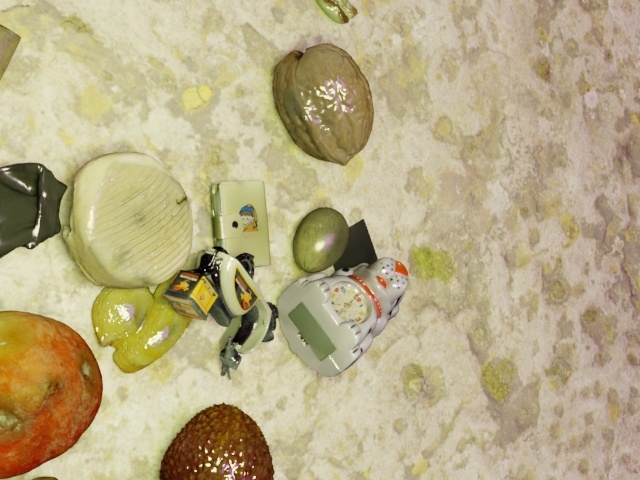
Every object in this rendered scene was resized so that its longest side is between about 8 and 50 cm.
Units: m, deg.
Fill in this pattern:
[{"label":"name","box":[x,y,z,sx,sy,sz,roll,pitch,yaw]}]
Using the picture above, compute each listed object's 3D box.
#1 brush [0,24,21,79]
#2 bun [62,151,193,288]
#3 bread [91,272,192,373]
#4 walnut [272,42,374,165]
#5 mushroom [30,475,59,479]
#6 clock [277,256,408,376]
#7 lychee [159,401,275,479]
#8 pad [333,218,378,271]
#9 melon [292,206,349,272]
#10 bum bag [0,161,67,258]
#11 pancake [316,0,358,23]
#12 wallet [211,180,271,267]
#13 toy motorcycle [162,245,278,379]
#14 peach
[{"label":"brush","box":[-0.503,-0.208,1.223,0.043,0.036,0.248,32,68,-36]},{"label":"bun","box":[-0.309,-0.028,1.308,0.210,0.116,0.237,-55,130,-31]},{"label":"bread","box":[-0.278,0.116,1.355,0.187,0.065,0.149,-45,108,-29]},{"label":"walnut","box":[0.011,-0.246,1.534,0.178,0.178,0.230,-28,105,-35]},{"label":"mushroom","box":[-0.316,0.479,1.253,0.350,0.128,0.128,41,64,-20]},{"label":"clock","box":[0.069,0.117,1.559,0.254,0.189,0.189,-27,103,-39]},{"label":"lychee","box":[-0.166,0.368,1.352,0.194,0.194,0.194,3,85,-37]},{"label":"pad","box":[0.079,0.065,1.666,0.116,0.004,0.193,-29,104,-35]},{"label":"melon","box":[0.000,0.000,1.554,0.098,0.098,0.130,33,75,-31]},{"label":"bum bag","box":[-0.504,-0.007,1.185,0.326,0.080,0.142,-29,97,-32]},{"label":"pancake","box":[0.010,-0.611,1.640,0.197,0.054,0.376,-7,92,-36]},{"label":"wallet","box":[-0.143,-0.026,1.483,0.110,0.039,0.155,-5,90,-40]},{"label":"toy motorcycle","box":[-0.150,0.117,1.407,0.157,0.091,0.263,-59,142,-28]},{"label":"peach","box":[-0.406,0.203,1.129,0.232,0.257,0.232,4,84,-41]}]
